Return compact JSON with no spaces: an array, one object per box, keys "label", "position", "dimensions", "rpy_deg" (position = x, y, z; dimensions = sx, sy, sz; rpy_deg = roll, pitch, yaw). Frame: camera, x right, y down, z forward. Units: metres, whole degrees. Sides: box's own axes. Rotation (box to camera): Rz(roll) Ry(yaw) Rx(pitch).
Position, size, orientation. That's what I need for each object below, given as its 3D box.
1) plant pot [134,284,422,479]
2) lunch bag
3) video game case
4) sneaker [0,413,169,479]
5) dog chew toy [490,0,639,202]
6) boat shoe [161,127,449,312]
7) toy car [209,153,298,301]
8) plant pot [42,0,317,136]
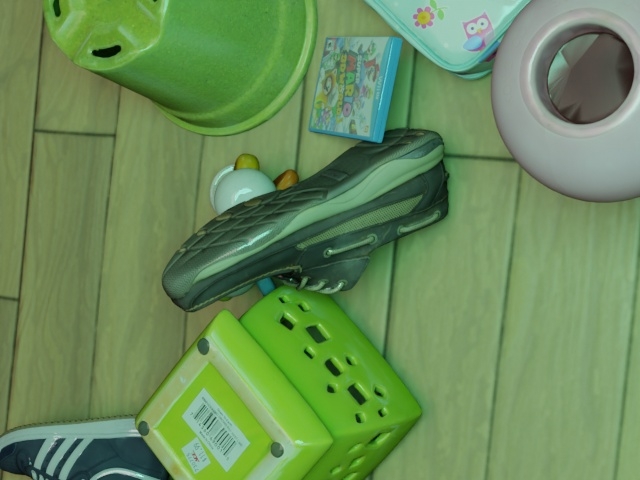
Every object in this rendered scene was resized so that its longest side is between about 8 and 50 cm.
[{"label":"plant pot","position":[-0.062,0.201,1.332],"dimensions":[0.228,0.207,0.227],"rpy_deg":[49,117,20]},{"label":"lunch bag","position":[0.136,-0.331,1.304],"dimensions":[0.279,0.108,0.224],"rpy_deg":[48,109,14]},{"label":"video game case","position":[0.038,-0.180,1.359],"dimensions":[0.166,0.015,0.119],"rpy_deg":[19,99,62]},{"label":"sneaker","position":[-0.318,0.318,1.512],"dimensions":[0.282,0.099,0.153],"rpy_deg":[-11,63,24]},{"label":"dog chew toy","position":[0.292,-0.134,1.103],"dimensions":[0.207,0.332,0.206],"rpy_deg":[-1,88,28]},{"label":"boat shoe","position":[0.000,0.000,1.286],"dimensions":[0.355,0.132,0.130],"rpy_deg":[-28,109,-12]},{"label":"toy car","position":[-0.075,-0.008,1.409],"dimensions":[0.136,0.159,0.182],"rpy_deg":[15,96,-10]},{"label":"plant pot","position":[-0.183,-0.275,1.393],"dimensions":[0.276,0.254,0.276],"rpy_deg":[-1,88,27]}]
